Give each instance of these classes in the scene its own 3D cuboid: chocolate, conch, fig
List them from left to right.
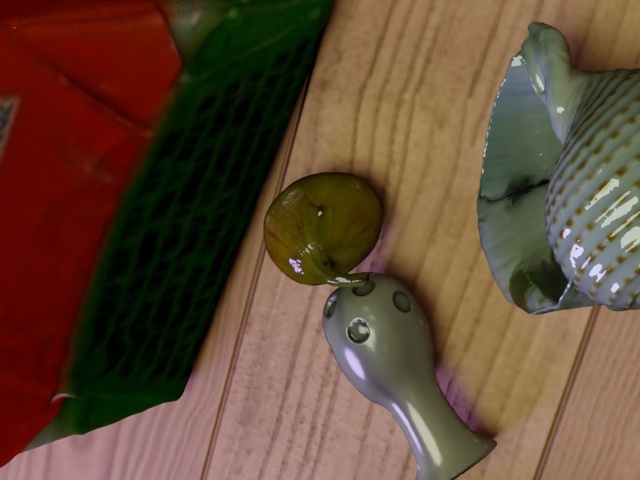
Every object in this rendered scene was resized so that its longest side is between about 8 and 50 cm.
[{"bbox_3d":[-0.187,-0.034,1.047,0.161,0.341,0.360,34,117,25],"label":"chocolate"},{"bbox_3d":[0.000,0.000,1.095,0.084,0.098,0.082,6,126,4],"label":"fig"},{"bbox_3d":[0.187,-0.038,0.976,0.172,0.131,0.200,119,151,-56],"label":"conch"}]

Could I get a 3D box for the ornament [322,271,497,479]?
[{"bbox_3d":[0.056,0.097,1.110,0.075,0.081,0.156,-32,92,-14],"label":"ornament"}]
